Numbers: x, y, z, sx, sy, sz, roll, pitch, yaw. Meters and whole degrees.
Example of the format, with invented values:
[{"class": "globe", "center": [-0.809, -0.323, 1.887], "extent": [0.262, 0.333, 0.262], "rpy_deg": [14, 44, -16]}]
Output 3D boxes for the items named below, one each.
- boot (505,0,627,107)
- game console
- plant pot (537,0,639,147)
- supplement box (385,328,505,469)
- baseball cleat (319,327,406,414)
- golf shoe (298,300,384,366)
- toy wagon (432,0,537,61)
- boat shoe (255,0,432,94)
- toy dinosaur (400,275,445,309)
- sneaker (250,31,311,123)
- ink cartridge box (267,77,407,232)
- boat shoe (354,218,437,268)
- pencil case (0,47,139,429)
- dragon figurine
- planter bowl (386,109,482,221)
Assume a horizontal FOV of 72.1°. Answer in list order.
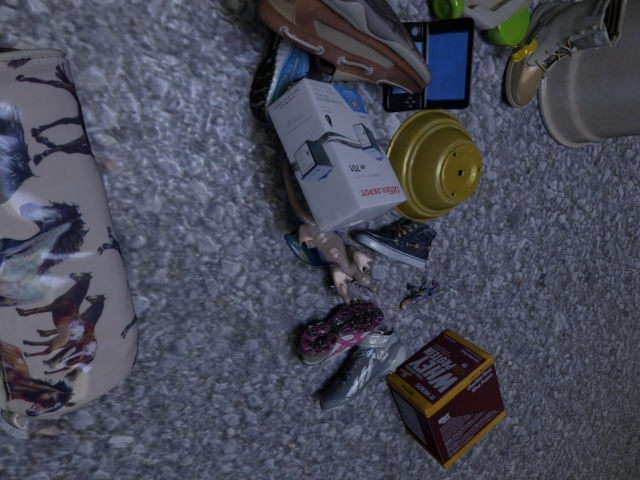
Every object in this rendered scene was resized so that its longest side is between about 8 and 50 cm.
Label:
[{"class": "boot", "center": [0.453, -0.355, 0.823], "extent": [0.077, 0.165, 0.213], "rpy_deg": [20, 93, -32]}, {"class": "game console", "center": [0.179, -0.290, 0.735], "extent": [0.124, 0.085, 0.144], "rpy_deg": [-14, 112, -26]}, {"class": "plant pot", "center": [0.674, -0.339, 0.872], "extent": [0.334, 0.305, 0.333], "rpy_deg": [-9, 110, -27]}, {"class": "supplement box", "center": [0.278, 0.342, 0.967], "extent": [0.191, 0.129, 0.194], "rpy_deg": [-32, 119, -17]}, {"class": "baseball cleat", "center": [0.071, 0.243, 0.866], "extent": [0.206, 0.072, 0.109], "rpy_deg": [-29, 102, -21]}, {"class": "golf shoe", "center": [0.036, 0.173, 0.824], "extent": [0.186, 0.067, 0.086], "rpy_deg": [-20, 146, -28]}, {"class": "toy wagon", "center": [0.294, -0.476, 0.755], "extent": [0.267, 0.068, 0.344], "rpy_deg": [-37, 120, -14]}, {"class": "boat shoe", "center": [0.043, -0.282, 0.615], "extent": [0.116, 0.123, 0.324], "rpy_deg": [-36, 148, 30]}, {"class": "toy dinosaur", "center": [0.215, 0.106, 0.923], "extent": [0.082, 0.047, 0.090], "rpy_deg": [13, 132, -41]}, {"class": "sneaker", "center": [-0.045, -0.244, 0.639], "extent": [0.073, 0.063, 0.162], "rpy_deg": [20, 95, -36]}, {"class": "ink cartridge box", "center": [0.027, -0.120, 0.631], "extent": [0.140, 0.082, 0.190], "rpy_deg": [-16, 79, -53]}, {"class": "boat shoe", "center": [0.143, -0.008, 0.823], "extent": [0.183, 0.065, 0.083], "rpy_deg": [19, 94, -39]}, {"class": "pencil case", "center": [-0.330, 0.007, 0.495], "extent": [0.183, 0.160, 0.410], "rpy_deg": [-23, 117, -40]}, {"class": "dragon figurine", "center": [0.000, 0.000, 0.726], "extent": [0.085, 0.144, 0.289], "rpy_deg": [-42, 102, -10]}, {"class": "planter bowl", "center": [0.231, -0.130, 0.814], "extent": [0.217, 0.090, 0.217], "rpy_deg": [-9, 110, -26]}]
